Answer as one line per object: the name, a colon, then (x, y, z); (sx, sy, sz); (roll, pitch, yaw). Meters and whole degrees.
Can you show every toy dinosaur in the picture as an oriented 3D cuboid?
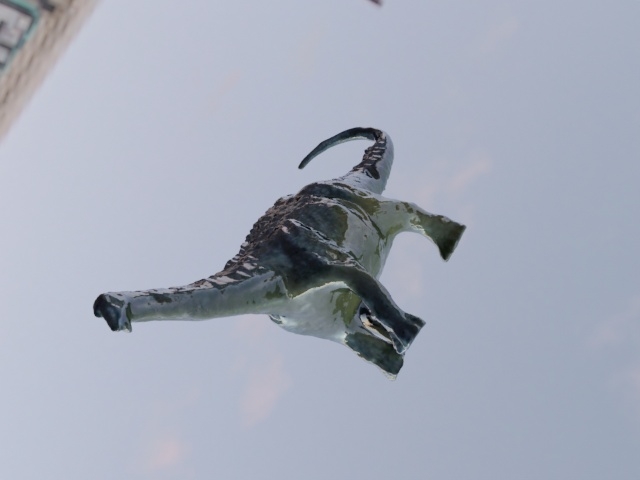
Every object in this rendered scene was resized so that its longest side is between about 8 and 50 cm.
toy dinosaur: (0.008, 0.007, 0.850); (0.076, 0.147, 0.363); (-64, 170, 30)
